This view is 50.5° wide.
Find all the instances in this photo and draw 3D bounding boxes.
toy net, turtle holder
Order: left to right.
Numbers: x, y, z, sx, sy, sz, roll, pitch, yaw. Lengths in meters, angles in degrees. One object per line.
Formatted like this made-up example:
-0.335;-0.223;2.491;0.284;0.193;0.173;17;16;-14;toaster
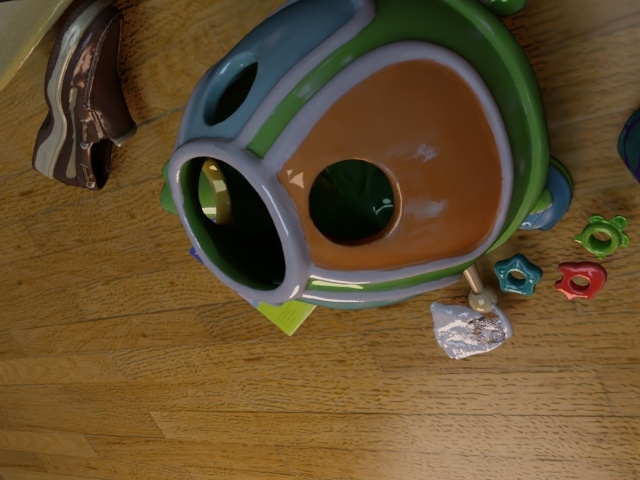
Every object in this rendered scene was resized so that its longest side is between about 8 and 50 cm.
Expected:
-0.004;-0.075;0.518;0.320;0.227;0.243;32;141;33;turtle holder
0.180;0.035;0.624;0.122;0.045;0.232;28;134;11;toy net

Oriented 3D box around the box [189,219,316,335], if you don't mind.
-0.072;0.017;0.773;0.178;0.042;0.109;39;134;2;box

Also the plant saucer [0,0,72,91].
-0.344;-0.329;0.565;0.333;0.081;0.333;-37;129;27;plant saucer

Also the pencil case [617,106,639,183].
0.248;-0.047;0.444;0.070;0.151;0.064;-9;117;14;pencil case

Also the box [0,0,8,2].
-0.175;-0.359;0.225;0.297;0.472;0.480;-22;103;29;box

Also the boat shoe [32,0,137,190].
-0.240;-0.147;0.742;0.095;0.095;0.257;30;141;-8;boat shoe
